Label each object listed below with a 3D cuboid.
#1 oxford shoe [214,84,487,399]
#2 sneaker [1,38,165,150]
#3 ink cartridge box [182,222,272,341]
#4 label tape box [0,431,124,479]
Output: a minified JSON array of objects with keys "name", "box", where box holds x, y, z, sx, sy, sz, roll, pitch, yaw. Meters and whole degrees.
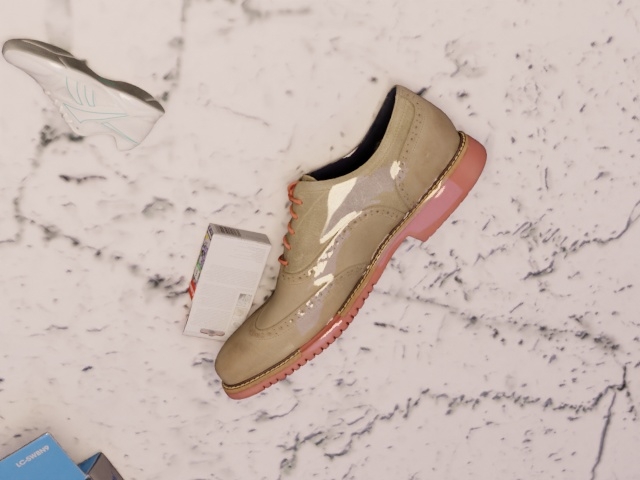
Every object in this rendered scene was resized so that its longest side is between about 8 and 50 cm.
[{"name":"oxford shoe","box":[0.000,0.000,1.087,0.130,0.123,0.348,41,90,-19]},{"name":"sneaker","box":[-0.215,-0.126,0.988,0.152,0.054,0.061,27,107,-26]},{"name":"ink cartridge box","box":[-0.097,0.044,1.118,0.062,0.029,0.115,12,112,-22]},{"name":"label tape box","box":[-0.293,0.342,1.157,0.240,0.106,0.334,-30,118,-2]}]
